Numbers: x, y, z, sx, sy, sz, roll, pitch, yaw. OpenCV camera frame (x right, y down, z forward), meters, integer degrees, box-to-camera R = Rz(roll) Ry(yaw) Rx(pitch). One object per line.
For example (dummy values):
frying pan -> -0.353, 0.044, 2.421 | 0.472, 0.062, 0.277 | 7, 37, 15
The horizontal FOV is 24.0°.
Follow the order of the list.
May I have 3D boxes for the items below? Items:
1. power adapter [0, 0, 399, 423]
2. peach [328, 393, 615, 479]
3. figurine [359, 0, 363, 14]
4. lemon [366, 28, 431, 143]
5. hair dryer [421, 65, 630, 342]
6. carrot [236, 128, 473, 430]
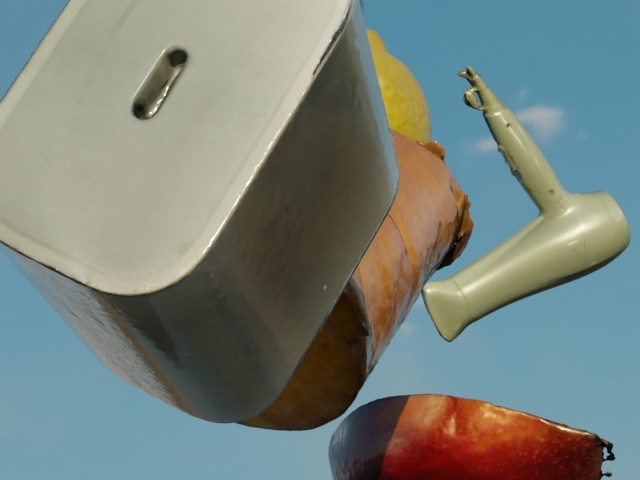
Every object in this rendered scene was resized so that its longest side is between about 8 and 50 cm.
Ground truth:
power adapter -> -0.050, -0.020, 0.747 | 0.124, 0.187, 0.255 | 26, -16, 18
peach -> 0.119, 0.207, 1.257 | 0.279, 0.068, 0.189 | -19, -53, 45
figurine -> -0.019, -0.243, 1.148 | 0.226, 0.274, 0.394 | 43, -44, -5
lemon -> 0.005, -0.105, 1.686 | 0.233, 0.288, 0.233 | 24, -7, 3
hair dryer -> 0.161, -0.048, 1.414 | 0.206, 0.237, 0.075 | -26, 16, -5
carrot -> 0.000, 0.000, 1.097 | 0.196, 0.196, 0.254 | -30, 9, 38
